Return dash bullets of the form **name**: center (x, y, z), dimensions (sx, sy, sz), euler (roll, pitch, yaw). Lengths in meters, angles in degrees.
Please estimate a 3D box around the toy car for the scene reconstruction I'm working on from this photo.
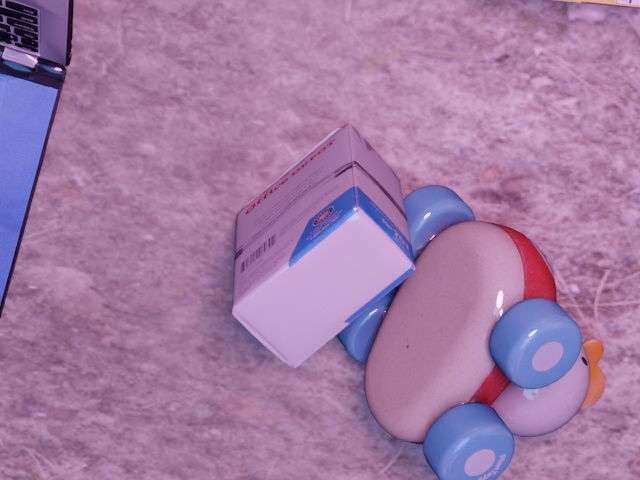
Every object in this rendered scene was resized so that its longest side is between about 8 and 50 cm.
- **toy car**: center (0.176, 0.096, 1.466), dimensions (0.238, 0.219, 0.210), euler (14, 115, -37)

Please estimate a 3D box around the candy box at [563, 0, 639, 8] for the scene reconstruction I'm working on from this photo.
- **candy box**: center (0.228, -0.230, 1.347), dimensions (0.186, 0.109, 0.053), euler (6, 113, -3)

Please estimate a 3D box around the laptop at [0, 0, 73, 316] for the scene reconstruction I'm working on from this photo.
- **laptop**: center (-0.417, -0.118, 1.338), dimensions (0.382, 0.408, 0.236), euler (16, 78, -7)

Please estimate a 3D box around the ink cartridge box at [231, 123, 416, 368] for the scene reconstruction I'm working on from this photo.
- **ink cartridge box**: center (0.000, 0.000, 1.400), dimensions (0.139, 0.191, 0.082), euler (-40, 108, 16)
